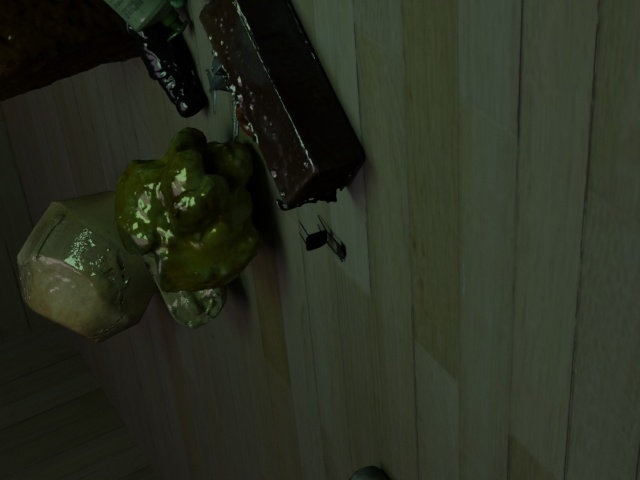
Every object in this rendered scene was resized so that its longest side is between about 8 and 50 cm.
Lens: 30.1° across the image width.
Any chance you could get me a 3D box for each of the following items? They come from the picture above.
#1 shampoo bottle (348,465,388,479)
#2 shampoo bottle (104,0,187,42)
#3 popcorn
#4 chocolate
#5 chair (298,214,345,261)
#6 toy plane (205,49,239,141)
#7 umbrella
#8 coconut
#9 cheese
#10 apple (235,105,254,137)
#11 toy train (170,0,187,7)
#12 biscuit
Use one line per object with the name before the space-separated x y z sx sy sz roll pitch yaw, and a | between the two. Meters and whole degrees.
shampoo bottle | 0.122 0.451 1.899 0.214 0.072 0.072 47 150 43
shampoo bottle | -0.315 -0.431 1.982 0.234 0.118 0.087 42 -164 -14
popcorn | -0.219 -0.059 2.011 0.225 0.276 0.276 -80 -13 -53
chocolate | -0.048 -0.206 1.635 0.112 0.112 0.321 -37 74 58
chair | -0.001 0.001 1.793 0.086 0.042 0.037 52 158 36
toy plane | -0.136 -0.272 1.830 0.226 0.058 0.226 131 131 -67
umbrella | -0.298 -0.382 2.094 0.358 0.106 0.113 59 168 2
coconut | -0.524 0.051 2.768 0.352 0.352 0.352 50 153 38
cheese | -0.274 0.031 2.279 0.266 0.127 0.233 61 180 -27
apple | -0.085 -0.190 1.766 0.084 0.071 0.084 34 150 23
toy train | -0.231 -0.487 1.830 0.119 0.085 0.251 -113 18 -51
biscuit | -0.538 -0.453 2.171 0.343 0.395 0.166 62 153 7
